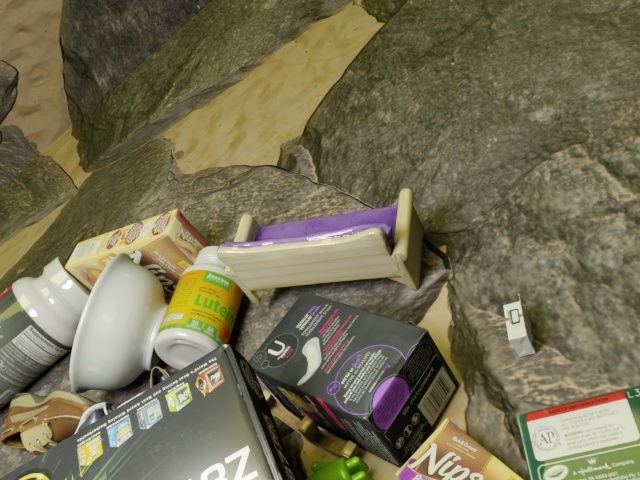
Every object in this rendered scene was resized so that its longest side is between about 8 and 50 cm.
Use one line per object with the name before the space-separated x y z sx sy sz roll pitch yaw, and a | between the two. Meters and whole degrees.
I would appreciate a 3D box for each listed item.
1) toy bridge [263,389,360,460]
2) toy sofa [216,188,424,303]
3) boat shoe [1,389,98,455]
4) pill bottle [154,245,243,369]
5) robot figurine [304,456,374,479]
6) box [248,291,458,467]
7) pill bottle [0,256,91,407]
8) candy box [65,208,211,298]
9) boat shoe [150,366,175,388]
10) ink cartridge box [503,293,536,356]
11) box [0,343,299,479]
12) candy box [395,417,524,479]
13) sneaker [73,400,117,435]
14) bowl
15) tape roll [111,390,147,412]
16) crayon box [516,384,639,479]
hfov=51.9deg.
toy bridge | -0.016 0.300 1.040 0.188 0.063 0.026 24 65 29
toy sofa | 0.000 0.000 1.226 0.363 0.177 0.150 -8 49 25
boat shoe | -0.547 0.385 1.351 0.324 0.122 0.119 -14 46 40
pill bottle | -0.236 0.133 1.343 0.137 0.136 0.245 -15 42 27
robot figurine | 0.019 0.359 0.947 0.115 0.067 0.101 -33 44 5
box | 0.047 0.207 1.025 0.270 0.143 0.165 13 55 46
pill bottle | -0.711 0.219 1.576 0.363 0.210 0.210 -42 36 -7
candy box | -0.409 0.053 1.533 0.317 0.183 0.087 -15 42 26
boat shoe | -0.297 0.313 1.255 0.066 0.066 0.183 -38 36 -1
ink cartridge box | 0.299 0.127 0.990 0.028 0.048 0.083 -19 39 23
box | -0.216 0.355 0.795 0.395 0.097 0.318 -30 49 0
candy box | 0.197 0.328 0.849 0.109 0.053 0.187 -44 38 -10
sneaker | -0.334 0.381 1.137 0.099 0.153 0.282 -47 38 -13
bowl | -0.390 0.184 1.358 0.134 0.297 0.297 16 50 0
tape roll | -0.210 0.350 1.007 0.287 0.100 0.286 1 30 -1
crayon box | 0.402 0.221 0.578 0.363 0.313 0.106 -20 43 20
